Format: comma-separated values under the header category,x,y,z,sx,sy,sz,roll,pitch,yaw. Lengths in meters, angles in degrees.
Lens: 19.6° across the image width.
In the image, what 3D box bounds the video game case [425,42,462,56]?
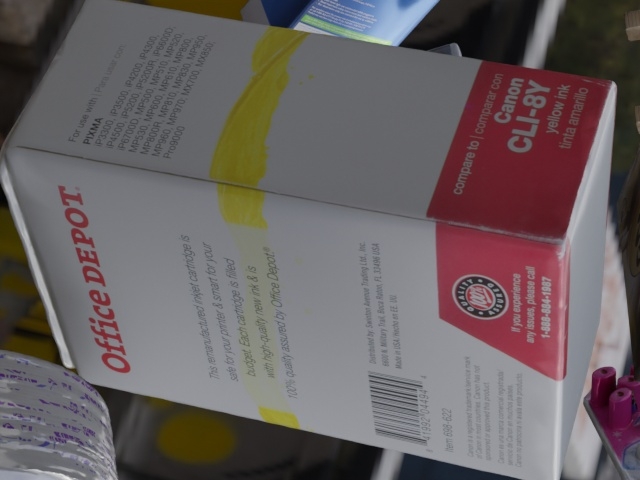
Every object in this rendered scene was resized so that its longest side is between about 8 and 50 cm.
category,x,y,z,sx,sy,sz,roll,pitch,yaw
video game case,0.049,-0.069,1.533,0.022,0.173,0.190,65,12,-51

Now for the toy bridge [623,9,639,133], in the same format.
category,x,y,z,sx,sy,sz,roll,pitch,yaw
toy bridge,0.276,-0.098,1.435,0.026,0.063,0.188,54,30,-60

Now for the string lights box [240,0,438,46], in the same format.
category,x,y,z,sx,sy,sz,roll,pitch,yaw
string lights box,0.053,-0.267,1.792,0.133,0.259,0.076,13,44,-38

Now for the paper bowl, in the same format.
category,x,y,z,sx,sy,sz,roll,pitch,yaw
paper bowl,-0.278,0.197,1.276,0.284,0.284,0.148,55,19,-60

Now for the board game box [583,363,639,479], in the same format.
category,x,y,z,sx,sy,sz,roll,pitch,yaw
board game box,0.502,0.222,1.820,0.390,0.390,0.050,-110,-166,-56

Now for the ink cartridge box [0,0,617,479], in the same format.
category,x,y,z,sx,sy,sz,roll,pitch,yaw
ink cartridge box,0.000,0.000,1.309,0.279,0.385,0.160,83,22,-51

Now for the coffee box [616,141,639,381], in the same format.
category,x,y,z,sx,sy,sz,roll,pitch,yaw
coffee box,0.361,-0.009,1.720,0.297,0.119,0.168,-82,-174,-56
